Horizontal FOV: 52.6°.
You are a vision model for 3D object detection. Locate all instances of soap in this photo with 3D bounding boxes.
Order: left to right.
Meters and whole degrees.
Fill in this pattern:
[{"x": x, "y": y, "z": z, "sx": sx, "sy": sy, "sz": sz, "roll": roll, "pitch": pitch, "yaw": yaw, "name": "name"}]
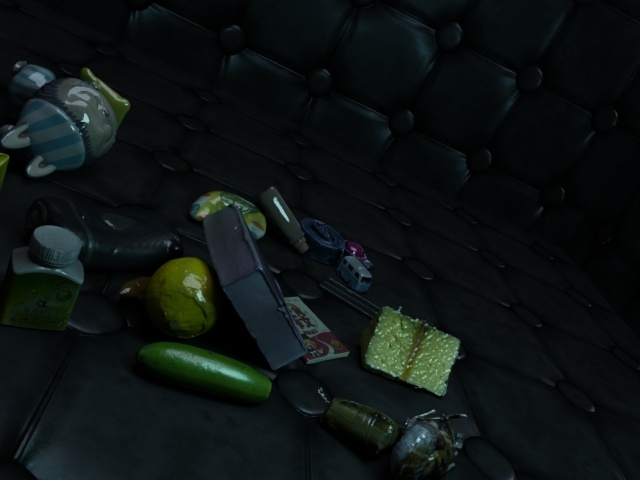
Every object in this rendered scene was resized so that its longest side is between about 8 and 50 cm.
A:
[{"x": -0.155, "y": 0.102, "z": 1.504, "sx": 0.285, "sy": 0.107, "sz": 0.296, "roll": -119, "pitch": -175, "yaw": -54, "name": "soap"}]

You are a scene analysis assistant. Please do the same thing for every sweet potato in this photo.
[{"x": -0.396, "y": 0.113, "z": 1.485, "sx": 0.206, "sy": 0.060, "sz": 0.068, "roll": -23, "pitch": 92, "yaw": -64, "name": "sweet potato"}]

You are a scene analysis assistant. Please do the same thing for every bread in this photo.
[{"x": 0.234, "y": 0.304, "z": 1.731, "sx": 0.266, "sy": 0.142, "sz": 0.178, "roll": 25, "pitch": 63, "yaw": -13, "name": "bread"}]

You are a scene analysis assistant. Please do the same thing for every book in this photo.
[{"x": -0.049, "y": 0.228, "z": 1.682, "sx": 0.162, "sy": 0.022, "sz": 0.232, "roll": 2, "pitch": 35, "yaw": -48, "name": "book"}]

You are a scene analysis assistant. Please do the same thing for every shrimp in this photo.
[{"x": 0.248, "y": 0.437, "z": 1.426, "sx": 0.116, "sy": 0.145, "sz": 0.343, "roll": 15, "pitch": 6, "yaw": 30, "name": "shrimp"}]

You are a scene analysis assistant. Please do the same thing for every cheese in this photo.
[{"x": 0.132, "y": 0.047, "z": 2.274, "sx": 0.145, "sy": 0.038, "sz": 0.095, "roll": 46, "pitch": 29, "yaw": 24, "name": "cheese"}]

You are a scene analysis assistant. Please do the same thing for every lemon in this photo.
[{"x": -0.294, "y": 0.125, "z": 1.421, "sx": 0.180, "sy": 0.180, "sz": 0.193, "roll": 34, "pitch": 7, "yaw": 14, "name": "lemon"}]

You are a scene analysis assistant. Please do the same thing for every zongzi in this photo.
[{"x": 0.089, "y": 0.400, "z": 1.438, "sx": 0.189, "sy": 0.081, "sz": 0.178, "roll": 23, "pitch": -4, "yaw": 24, "name": "zongzi"}]

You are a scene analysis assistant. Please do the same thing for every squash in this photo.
[{"x": -0.227, "y": 0.266, "z": 1.307, "sx": 0.292, "sy": 0.082, "sz": 0.082, "roll": 21, "pitch": 23, "yaw": -18, "name": "squash"}]

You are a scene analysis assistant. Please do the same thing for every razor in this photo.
[{"x": -0.505, "y": -0.009, "z": 1.538, "sx": 0.349, "sy": 0.113, "sz": 0.204, "roll": 6, "pitch": 31, "yaw": -47, "name": "razor"}]

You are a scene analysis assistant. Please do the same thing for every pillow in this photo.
[{"x": -0.279, "y": -0.070, "z": 2.000, "sx": 0.233, "sy": 0.086, "sz": 0.214, "roll": 33, "pitch": 33, "yaw": 4, "name": "pillow"}]

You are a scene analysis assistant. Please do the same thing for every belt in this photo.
[{"x": 0.000, "y": 0.000, "z": 2.159, "sx": 0.141, "sy": 0.082, "sz": 0.190, "roll": 2, "pitch": 32, "yaw": -38, "name": "belt"}]

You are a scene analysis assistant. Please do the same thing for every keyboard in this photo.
[{"x": 0.078, "y": 0.162, "z": 1.972, "sx": 0.381, "sy": 0.041, "sz": 0.103, "roll": 37, "pitch": 22, "yaw": 5, "name": "keyboard"}]

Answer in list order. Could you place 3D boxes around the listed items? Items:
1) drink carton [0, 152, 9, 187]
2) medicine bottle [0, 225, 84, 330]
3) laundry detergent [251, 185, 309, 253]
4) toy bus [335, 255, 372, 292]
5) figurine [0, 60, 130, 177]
[{"x": -0.765, "y": -0.074, "z": 1.316, "sx": 0.111, "sy": 0.154, "sz": 0.351, "roll": 23, "pitch": 22, "yaw": -13, "name": "drink carton"}, {"x": -0.527, "y": 0.072, "z": 1.233, "sx": 0.132, "sy": 0.188, "sz": 0.088, "roll": 13, "pitch": 26, "yaw": -32, "name": "medicine bottle"}, {"x": -0.129, "y": -0.064, "z": 2.106, "sx": 0.237, "sy": 0.076, "sz": 0.171, "roll": 55, "pitch": -14, "yaw": -11, "name": "laundry detergent"}, {"x": 0.112, "y": 0.107, "z": 2.066, "sx": 0.060, "sy": 0.075, "sz": 0.123, "roll": 8, "pitch": 29, "yaw": -41, "name": "toy bus"}, {"x": -0.771, "y": -0.342, "z": 1.773, "sx": 0.361, "sy": 0.266, "sz": 0.378, "roll": 23, "pitch": 21, "yaw": 3, "name": "figurine"}]
